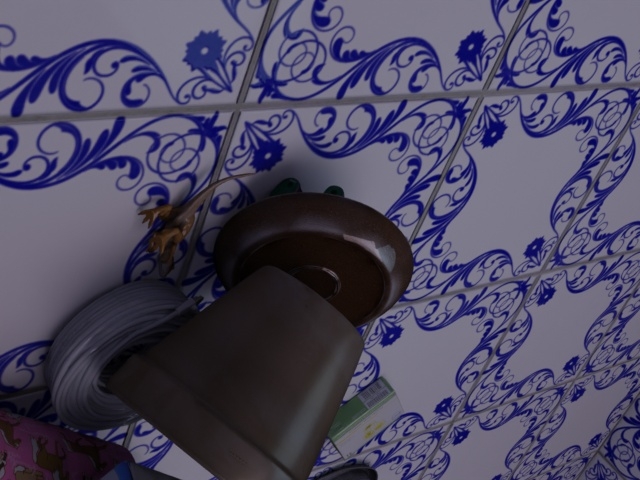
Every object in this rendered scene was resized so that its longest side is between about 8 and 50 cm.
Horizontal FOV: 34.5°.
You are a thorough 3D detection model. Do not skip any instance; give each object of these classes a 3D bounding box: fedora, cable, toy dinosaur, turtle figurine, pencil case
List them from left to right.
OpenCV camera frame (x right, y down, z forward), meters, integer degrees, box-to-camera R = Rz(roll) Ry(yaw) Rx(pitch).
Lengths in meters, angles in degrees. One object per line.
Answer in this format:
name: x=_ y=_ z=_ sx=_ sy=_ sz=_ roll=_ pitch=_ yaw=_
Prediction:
pencil case: x=-0.437 y=0.327 z=1.472 sx=0.386 sy=0.167 sz=0.160 roll=34 pitch=65 yaw=-46
cable: x=-0.293 y=0.175 z=1.562 sx=0.257 sy=0.089 sz=0.257 roll=-15 pitch=139 yaw=-33
toy dinosaur: x=-0.197 y=-0.033 z=1.460 sx=0.211 sy=0.064 sz=0.112 roll=-50 pitch=165 yaw=29
turtle figurine: x=0.000 y=0.000 z=1.634 sx=0.175 sy=0.118 sz=0.234 roll=-4 pitch=142 yaw=9
fedora: x=0.045 y=0.643 z=2.404 sx=0.275 sy=0.124 sz=0.243 roll=-7 pitch=133 yaw=-41

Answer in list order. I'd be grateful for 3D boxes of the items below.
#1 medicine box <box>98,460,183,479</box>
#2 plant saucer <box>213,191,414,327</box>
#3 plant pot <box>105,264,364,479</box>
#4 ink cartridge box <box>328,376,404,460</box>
medicine box: x=-0.265 y=0.478 z=1.462 sx=0.289 sy=0.149 sz=0.263 roll=-40 pitch=135 yaw=16
plant saucer: x=-0.012 y=0.053 z=1.581 sx=0.311 sy=0.050 sz=0.310 roll=2 pitch=138 yaw=2
plant pot: x=-0.094 y=0.198 z=1.464 sx=0.280 sy=0.323 sz=0.323 roll=-51 pitch=148 yaw=-12
ink cartridge box: x=0.104 y=0.410 z=2.263 sx=0.171 sy=0.056 sz=0.235 roll=-37 pitch=144 yaw=-8
